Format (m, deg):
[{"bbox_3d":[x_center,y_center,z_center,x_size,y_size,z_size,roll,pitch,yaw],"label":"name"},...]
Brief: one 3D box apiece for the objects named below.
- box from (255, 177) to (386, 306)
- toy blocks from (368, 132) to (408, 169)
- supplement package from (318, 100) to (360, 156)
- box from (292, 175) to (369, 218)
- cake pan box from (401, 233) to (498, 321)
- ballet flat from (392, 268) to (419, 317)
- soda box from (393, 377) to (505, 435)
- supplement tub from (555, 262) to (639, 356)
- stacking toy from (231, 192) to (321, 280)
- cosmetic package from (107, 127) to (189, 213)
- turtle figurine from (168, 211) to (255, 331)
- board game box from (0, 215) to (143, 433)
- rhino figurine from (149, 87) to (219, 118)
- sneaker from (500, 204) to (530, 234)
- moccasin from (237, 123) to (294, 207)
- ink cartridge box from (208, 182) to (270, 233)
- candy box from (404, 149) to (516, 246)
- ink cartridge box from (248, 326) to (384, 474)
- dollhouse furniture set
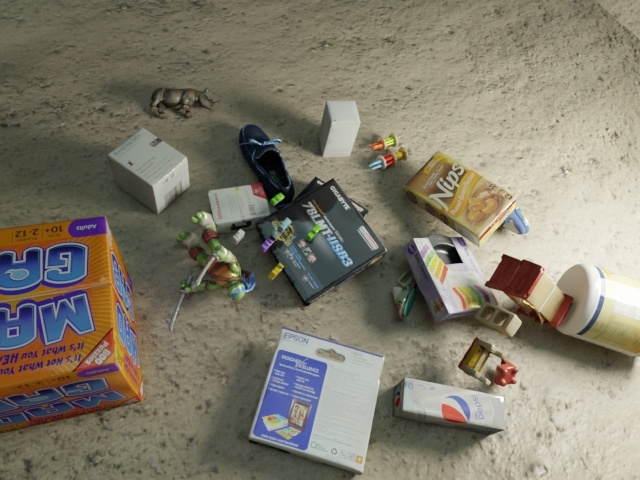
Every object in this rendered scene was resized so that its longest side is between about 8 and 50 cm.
[{"bbox_3d":[0.000,0.000,1.530,0.293,0.073,0.296,-31,74,-9],"label":"box"},{"bbox_3d":[0.224,-0.317,1.811,0.148,0.054,0.123,-23,68,-21],"label":"toy blocks"},{"bbox_3d":[0.062,-0.387,1.747,0.105,0.179,0.105,-3,62,-12],"label":"supplement package"},{"bbox_3d":[0.022,-0.087,1.641,0.220,0.051,0.175,34,62,10],"label":"box"},{"bbox_3d":[0.398,0.107,1.547,0.245,0.070,0.267,1,58,-37],"label":"cake pan box"},{"bbox_3d":[0.270,0.148,1.549,0.079,0.077,0.221,19,49,27],"label":"ballet flat"},{"bbox_3d":[0.348,0.454,1.366,0.285,0.098,0.091,12,59,-4],"label":"soda box"},{"bbox_3d":[0.901,0.219,1.527,0.315,0.228,0.229,18,59,0],"label":"supplement tub"},{"bbox_3d":[-0.130,-0.015,1.470,0.167,0.052,0.221,42,70,3],"label":"stacking toy"},{"bbox_3d":[-0.528,-0.215,1.555,0.183,0.151,0.151,33,59,9],"label":"cosmetic package"},{"bbox_3d":[-0.337,0.060,1.408,0.274,0.198,0.266,-20,60,-26],"label":"turtle figurine"},{"bbox_3d":[-0.641,0.204,1.174,0.355,0.357,0.357,-9,62,-15],"label":"board game box"},{"bbox_3d":[-0.479,-0.495,1.772,0.243,0.073,0.107,-6,65,-15],"label":"rhino figurine"},{"bbox_3d":[0.573,-0.098,1.733,0.296,0.112,0.131,40,73,21],"label":"sneaker"},{"bbox_3d":[-0.166,-0.274,1.676,0.137,0.117,0.342,-24,68,-22],"label":"moccasin"},{"bbox_3d":[-0.258,-0.101,1.586,0.174,0.072,0.128,-10,63,-16],"label":"ink cartridge box"},{"bbox_3d":[0.457,-0.144,1.663,0.183,0.088,0.316,-46,61,-8],"label":"candy box"},{"bbox_3d":[-0.004,0.421,1.340,0.303,0.072,0.308,17,57,1],"label":"ink cartridge box"},{"bbox_3d":[0.550,0.251,1.473,0.201,0.152,0.374,39,83,-29],"label":"dollhouse furniture set"}]
